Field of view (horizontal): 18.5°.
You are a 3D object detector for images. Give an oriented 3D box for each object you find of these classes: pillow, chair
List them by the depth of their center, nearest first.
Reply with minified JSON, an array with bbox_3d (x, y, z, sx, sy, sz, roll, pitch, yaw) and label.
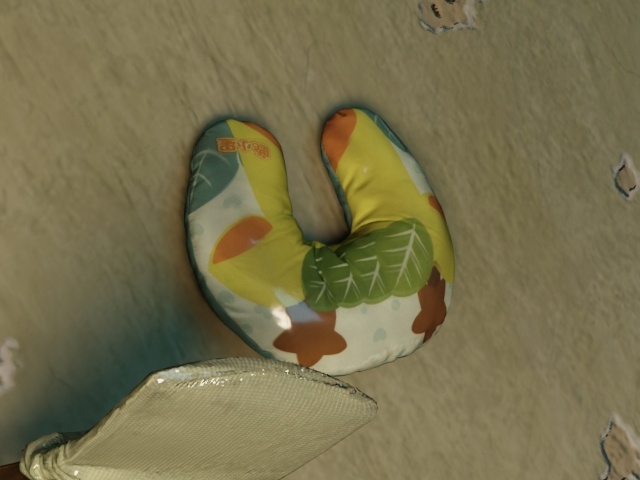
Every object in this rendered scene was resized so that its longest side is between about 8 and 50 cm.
[{"bbox_3d":[-0.111,0.194,1.164,0.160,0.319,0.186,15,66,-32],"label":"chair"},{"bbox_3d":[0.000,0.000,1.474,0.233,0.086,0.214,-7,69,-35],"label":"pillow"}]
